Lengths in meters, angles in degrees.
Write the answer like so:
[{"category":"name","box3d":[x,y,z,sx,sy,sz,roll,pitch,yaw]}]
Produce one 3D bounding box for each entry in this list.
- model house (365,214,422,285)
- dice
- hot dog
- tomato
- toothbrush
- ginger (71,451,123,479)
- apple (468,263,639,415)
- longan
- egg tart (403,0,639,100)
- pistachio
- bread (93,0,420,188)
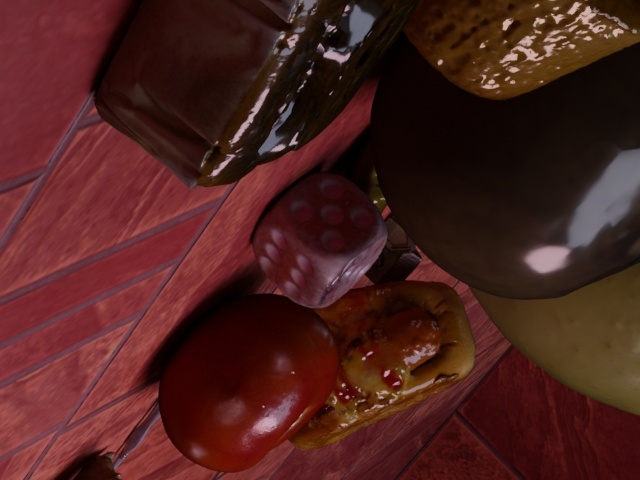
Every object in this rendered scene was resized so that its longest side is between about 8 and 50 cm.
[{"category":"model house","box3d":[0.083,0.016,2.168,0.083,0.058,0.057,-48,169,17]},{"category":"dice","box3d":[0.000,0.000,1.748,0.091,0.094,0.093,-37,164,-31]},{"category":"hot dog","box3d":[0.039,0.136,2.152,0.257,0.150,0.153,-28,158,18]},{"category":"tomato","box3d":[-0.072,0.136,1.858,0.195,0.136,0.195,-44,171,-9]},{"category":"toothbrush","box3d":[-0.188,0.202,1.981,0.193,0.013,0.019,-52,173,31]},{"category":"ginger","box3d":[-0.229,0.301,1.857,0.133,0.214,0.059,-39,125,6]},{"category":"apple","box3d":[0.360,-0.056,1.946,0.473,0.473,0.473,-43,168,-11]},{"category":"longan","box3d":[0.196,-0.094,1.611,0.319,0.319,0.319,-43,168,-11]},{"category":"egg tart","box3d":[0.146,-0.203,1.345,0.171,0.215,0.215,-36,175,32]},{"category":"pistachio","box3d":[0.052,-0.067,1.799,0.089,0.049,0.173,-82,-163,-66]},{"category":"bread","box3d":[-0.023,-0.134,1.183,0.192,0.110,0.210,-32,162,-51]}]
